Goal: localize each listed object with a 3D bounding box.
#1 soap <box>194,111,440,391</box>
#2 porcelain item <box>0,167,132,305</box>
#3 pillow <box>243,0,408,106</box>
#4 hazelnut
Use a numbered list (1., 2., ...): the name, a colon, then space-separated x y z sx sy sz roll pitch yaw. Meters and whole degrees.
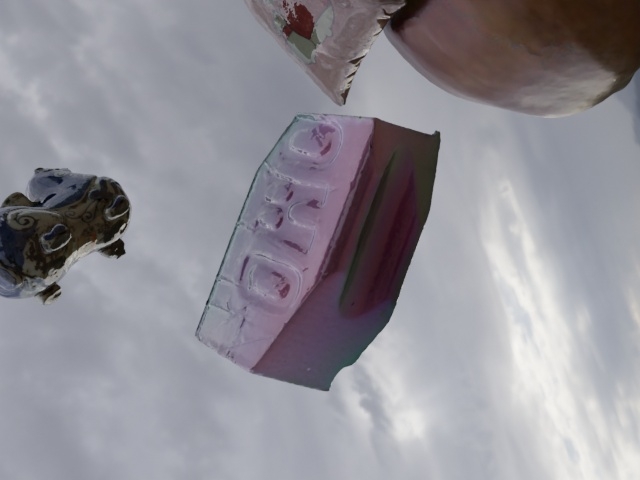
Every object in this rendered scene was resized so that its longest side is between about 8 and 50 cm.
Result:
1. soap: 0.000 0.000 0.446 0.056 0.100 0.149 22 -91 -38
2. porcelain item: -0.418 -0.026 1.292 0.186 0.138 0.288 29 -142 15
3. pillow: -0.009 -0.307 1.085 0.084 0.236 0.223 -40 -95 -26
4. hazelnut: 0.252 -0.324 1.086 0.366 0.365 0.366 47 -149 -40
